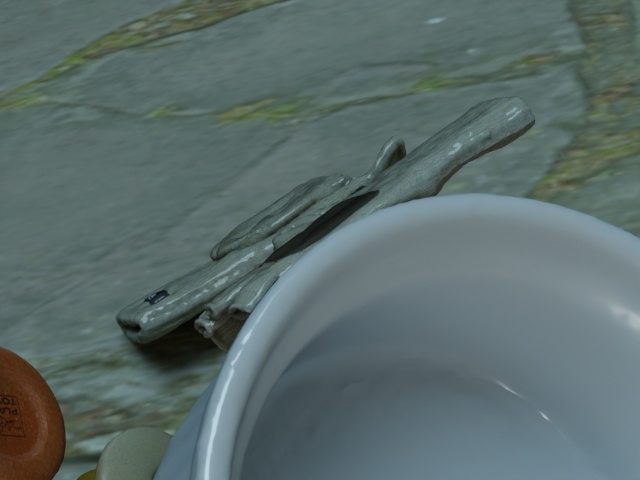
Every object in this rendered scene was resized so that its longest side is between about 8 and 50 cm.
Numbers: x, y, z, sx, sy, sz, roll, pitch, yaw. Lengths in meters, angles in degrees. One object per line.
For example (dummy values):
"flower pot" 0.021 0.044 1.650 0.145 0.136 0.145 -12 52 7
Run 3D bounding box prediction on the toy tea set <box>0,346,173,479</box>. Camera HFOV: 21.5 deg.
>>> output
"toy tea set" -0.163 0.199 0.748 0.124 0.200 0.336 -31 30 31

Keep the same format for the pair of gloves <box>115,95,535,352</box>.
"pair of gloves" 0.000 0.000 0.935 0.204 0.042 0.240 -36 9 -23

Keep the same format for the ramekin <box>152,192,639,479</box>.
"ramekin" 0.060 0.132 0.673 0.277 0.135 0.277 9 66 -21
